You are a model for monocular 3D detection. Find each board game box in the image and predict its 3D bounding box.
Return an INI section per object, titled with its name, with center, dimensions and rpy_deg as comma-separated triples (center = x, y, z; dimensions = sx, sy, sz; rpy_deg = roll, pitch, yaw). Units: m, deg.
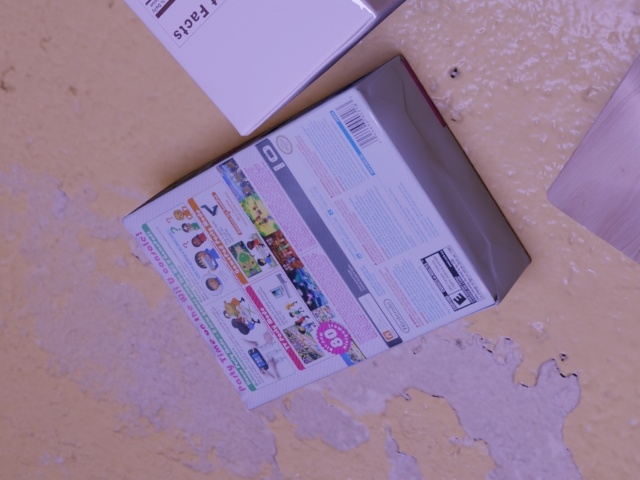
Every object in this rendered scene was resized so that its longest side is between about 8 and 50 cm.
[board game box]
center = 0.000, 0.000, 1.458
dimensions = 0.303, 0.097, 0.224
rpy_deg = -26, 101, 36

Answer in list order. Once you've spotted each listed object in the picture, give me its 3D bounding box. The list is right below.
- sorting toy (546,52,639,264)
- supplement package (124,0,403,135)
[sorting toy]
center = 0.348, -0.068, 1.225
dimensions = 0.255, 0.089, 0.257
rpy_deg = 35, 128, 7
[supplement package]
center = -0.067, -0.268, 1.289
dimensions = 0.293, 0.177, 0.175
rpy_deg = 48, 128, -4
